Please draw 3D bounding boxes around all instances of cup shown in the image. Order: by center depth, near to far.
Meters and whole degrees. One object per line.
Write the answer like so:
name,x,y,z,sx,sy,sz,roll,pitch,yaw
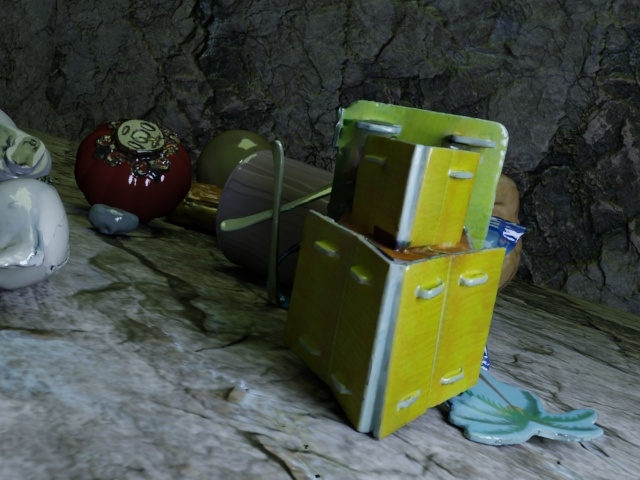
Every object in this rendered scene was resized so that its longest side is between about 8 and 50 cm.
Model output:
cup,-0.010,0.009,1.000,0.273,0.288,0.208,20,43,27

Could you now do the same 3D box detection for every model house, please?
model house,0.140,0.033,0.591,0.340,0.300,0.323,11,15,8

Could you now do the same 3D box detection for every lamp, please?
lamp,-0.610,-0.161,1.043,0.246,0.108,0.180,25,46,-18
lamp,-0.373,-0.136,1.177,0.226,0.227,0.227,16,6,-2

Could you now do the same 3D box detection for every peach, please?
peach,-0.209,-0.166,1.641,0.292,0.247,0.292,29,-13,7

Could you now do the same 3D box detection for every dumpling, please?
dumpling,-0.315,-0.003,0.572,0.127,0.108,0.188,-10,25,-7

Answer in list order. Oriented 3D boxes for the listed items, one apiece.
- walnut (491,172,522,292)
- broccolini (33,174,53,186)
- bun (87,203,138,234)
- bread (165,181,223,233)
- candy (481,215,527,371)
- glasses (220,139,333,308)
walnut,0.234,-0.030,1.223,0.383,0.384,0.383,16,6,-2
broccolini,-0.520,-0.070,0.937,0.067,0.058,0.216,-19,0,23
bun,-0.351,-0.033,0.994,0.083,0.045,0.083,19,4,-1
bread,-0.250,-0.075,1.418,0.210,0.099,0.235,16,7,0
candy,0.198,0.052,0.888,0.187,0.077,0.331,19,43,12
glasses,-0.029,-0.038,0.799,0.207,0.239,0.102,42,1,-24
